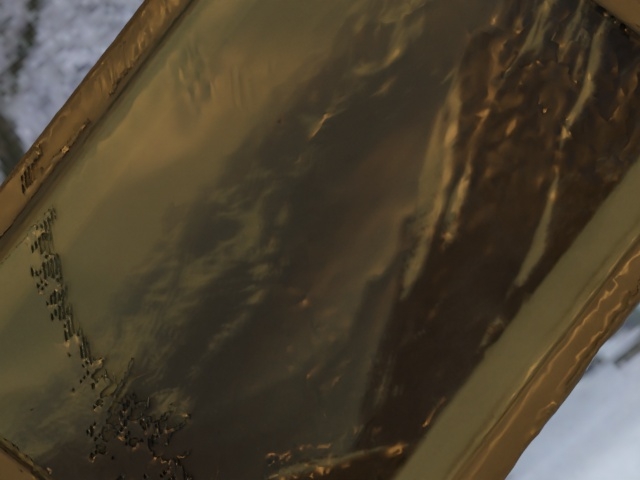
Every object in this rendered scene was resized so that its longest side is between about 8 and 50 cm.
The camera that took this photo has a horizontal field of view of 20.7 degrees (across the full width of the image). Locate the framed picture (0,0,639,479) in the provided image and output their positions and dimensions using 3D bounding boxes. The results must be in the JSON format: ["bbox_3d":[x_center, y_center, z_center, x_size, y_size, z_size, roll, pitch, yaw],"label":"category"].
[{"bbox_3d":[0.000,0.000,0.735,0.335,0.247,0.022,-52,-5,-1],"label":"framed picture"}]
